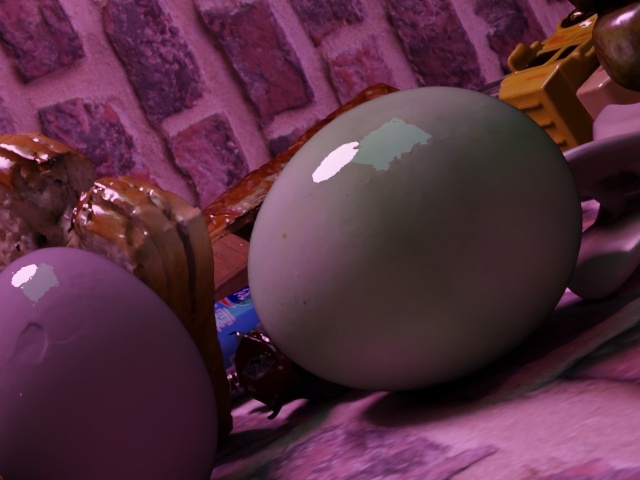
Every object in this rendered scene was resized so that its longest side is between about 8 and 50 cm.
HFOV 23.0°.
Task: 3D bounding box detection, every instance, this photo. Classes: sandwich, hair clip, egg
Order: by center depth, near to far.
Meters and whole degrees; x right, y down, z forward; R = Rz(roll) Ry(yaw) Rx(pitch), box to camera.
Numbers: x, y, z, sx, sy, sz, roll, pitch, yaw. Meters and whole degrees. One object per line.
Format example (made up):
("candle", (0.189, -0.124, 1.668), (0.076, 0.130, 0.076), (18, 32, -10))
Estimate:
("egg", (0.067, 0.001, 1.191), (0.269, 0.220, 0.220), (-24, 7, 28))
("egg", (-0.175, 0.116, 1.198), (0.176, 0.232, 0.176), (-26, 2, 1))
("hair clip", (0.270, -0.057, 1.314), (0.172, 0.113, 0.282), (-31, 3, 43))
("sandwich", (-0.206, 0.040, 1.383), (0.273, 0.249, 0.095), (25, 43, 36))

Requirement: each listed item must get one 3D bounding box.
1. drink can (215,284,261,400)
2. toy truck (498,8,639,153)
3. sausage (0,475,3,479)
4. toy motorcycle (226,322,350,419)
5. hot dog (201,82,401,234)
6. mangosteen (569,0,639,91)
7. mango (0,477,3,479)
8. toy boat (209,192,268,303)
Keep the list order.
("drink can", (-0.124, 0.125, 1.534), (0.235, 0.097, 0.097), (-27, 6, -19))
("toy truck", (0.352, -0.158, 1.584), (0.254, 0.181, 0.405), (-37, 13, -24))
("sausage", (-0.349, 0.246, 1.612), (0.301, 0.066, 0.066), (-28, 6, 0))
("toy motorcycle", (-0.032, 0.109, 1.378), (0.122, 0.082, 0.213), (-18, -6, -22))
("hot dog", (-0.004, -0.064, 2.279), (0.387, 0.174, 0.267), (-38, 7, -17))
("mangosteen", (0.353, -0.165, 1.092), (0.311, 0.311, 0.311), (-26, 6, 3))
("mango", (-0.308, 0.223, 1.043), (0.225, 0.201, 0.382), (-5, 7, -27))
("toy boat", (-0.173, 0.098, 1.863), (0.445, 0.136, 0.162), (-36, 6, -32))
